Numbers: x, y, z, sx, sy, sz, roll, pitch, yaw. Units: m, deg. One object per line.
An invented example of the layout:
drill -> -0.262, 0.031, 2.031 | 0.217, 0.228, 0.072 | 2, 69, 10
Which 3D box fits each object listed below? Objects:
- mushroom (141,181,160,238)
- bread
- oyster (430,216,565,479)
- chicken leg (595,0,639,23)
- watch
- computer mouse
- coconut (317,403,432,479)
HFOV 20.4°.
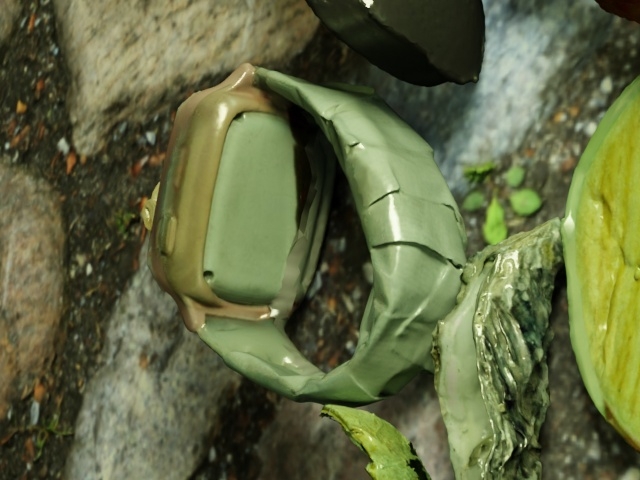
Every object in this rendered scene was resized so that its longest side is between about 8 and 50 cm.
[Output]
mushroom -> -0.123, -0.021, 1.572 | 0.084, 0.067, 0.083 | -1, 88, 47
bread -> 0.275, 0.008, 1.127 | 0.301, 0.045, 0.301 | -9, 78, 47
oyster -> 0.117, 0.131, 1.248 | 0.199, 0.087, 0.252 | 99, 178, -47
chicken leg -> 0.211, -0.207, 1.126 | 0.407, 0.096, 0.158 | 150, 107, -70
watch -> 0.000, 0.000, 1.365 | 0.241, 0.162, 0.253 | 11, 92, 45
computer mouse -> 0.041, -0.238, 1.357 | 0.087, 0.168, 0.295 | -44, 51, 26
coconut -> 0.053, 0.184, 1.294 | 0.055, 0.133, 0.158 | -29, 65, 17
